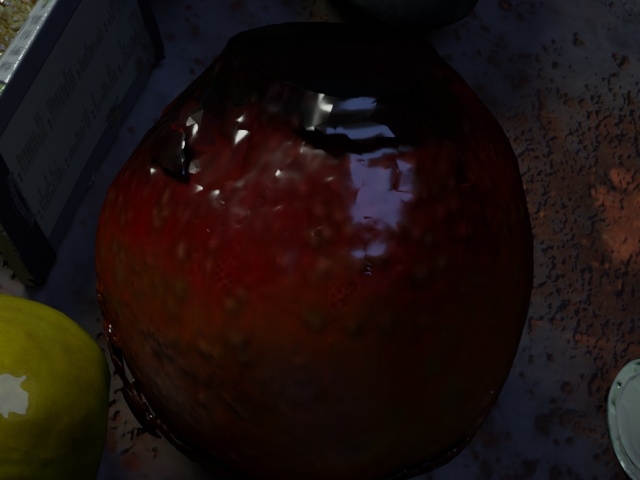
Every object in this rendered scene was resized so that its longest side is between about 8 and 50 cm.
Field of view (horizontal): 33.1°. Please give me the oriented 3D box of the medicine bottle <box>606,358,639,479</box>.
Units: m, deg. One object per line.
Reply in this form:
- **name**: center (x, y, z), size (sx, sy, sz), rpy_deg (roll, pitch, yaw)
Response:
- **medicine bottle**: center (0.451, 0.138, 0.939), size (0.426, 0.108, 0.108), rpy_deg (-3, 69, -26)

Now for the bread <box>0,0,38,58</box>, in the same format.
- **bread**: center (-0.307, -0.159, 0.744), size (0.234, 0.110, 0.184), rpy_deg (23, 58, -15)

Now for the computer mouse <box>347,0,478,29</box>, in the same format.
- **computer mouse**: center (0.075, -0.347, 0.977), size (0.203, 0.114, 0.374), rpy_deg (13, 68, -11)

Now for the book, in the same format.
- **book**: center (-0.177, -0.101, 0.749), size (0.026, 0.157, 0.231), rpy_deg (13, 60, 14)

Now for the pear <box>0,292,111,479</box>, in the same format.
- **pear**: center (-0.204, 0.105, 0.648), size (0.162, 0.149, 0.149), rpy_deg (10, 64, -23)

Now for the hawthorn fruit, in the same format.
- **hawthorn fruit**: center (-0.001, 0.008, 0.688), size (0.316, 0.316, 0.316), rpy_deg (9, 65, -19)
